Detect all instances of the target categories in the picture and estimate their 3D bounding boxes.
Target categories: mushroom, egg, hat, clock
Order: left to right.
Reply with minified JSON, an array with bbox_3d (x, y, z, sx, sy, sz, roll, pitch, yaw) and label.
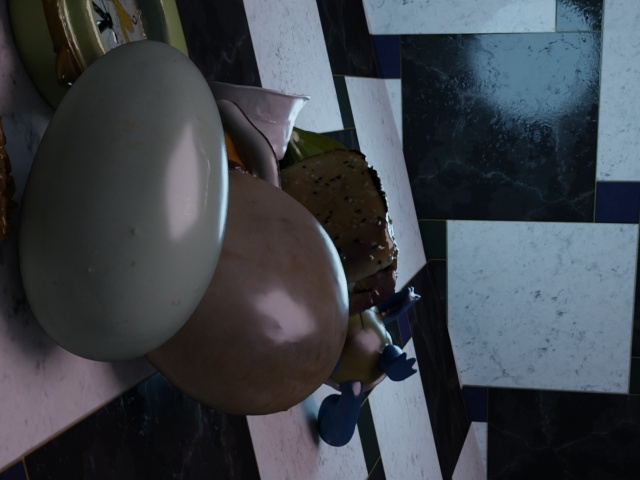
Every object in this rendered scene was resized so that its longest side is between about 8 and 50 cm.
[{"bbox_3d":[-0.292,-0.283,1.359,0.348,0.117,0.286,-42,120,-71],"label":"clock"},{"bbox_3d":[-0.218,-0.046,1.187,0.230,0.230,0.371,27,74,-70],"label":"egg"},{"bbox_3d":[-0.136,0.083,1.456,0.362,0.294,0.362,30,41,-30],"label":"mushroom"},{"bbox_3d":[-0.117,-0.210,1.863,0.203,0.203,0.126,-4,101,-74],"label":"hat"}]

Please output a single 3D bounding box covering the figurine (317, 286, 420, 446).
[{"bbox_3d":[0.059,0.192,2.083,0.243,0.298,0.416,128,-38,-65],"label":"figurine"}]

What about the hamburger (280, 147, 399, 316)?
[{"bbox_3d":[0.000,0.000,1.895,0.318,0.277,0.195,-113,-178,-48],"label":"hamburger"}]

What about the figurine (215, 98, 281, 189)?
[{"bbox_3d":[-0.177,-0.111,1.719,0.141,0.166,0.250,-16,66,-39],"label":"figurine"}]

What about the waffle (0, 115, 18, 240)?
[{"bbox_3d":[-0.371,-0.076,1.082,0.191,0.038,0.191,-10,90,-74],"label":"waffle"}]

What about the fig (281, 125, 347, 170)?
[{"bbox_3d":[-0.014,-0.144,2.216,0.233,0.167,0.167,36,29,-11],"label":"fig"}]
